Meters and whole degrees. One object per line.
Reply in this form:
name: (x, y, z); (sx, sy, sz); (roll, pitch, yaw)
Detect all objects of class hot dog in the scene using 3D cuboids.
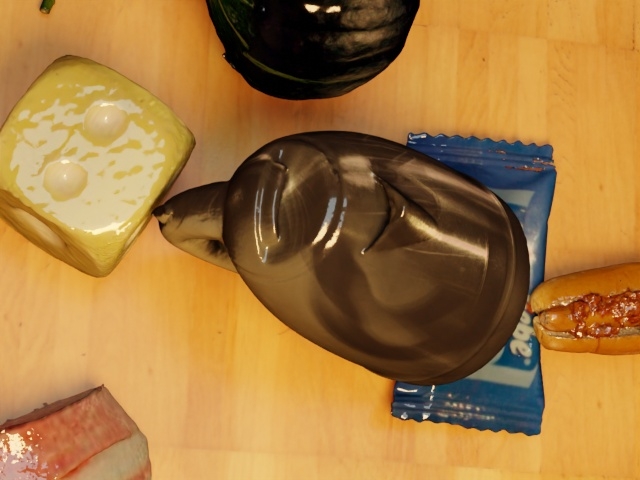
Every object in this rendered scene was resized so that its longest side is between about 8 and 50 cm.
hot dog: (0.342, 0.073, 1.812); (0.249, 0.076, 0.102); (-1, 77, -29)

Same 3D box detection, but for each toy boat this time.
toy boat: (-0.233, 0.298, 1.663); (0.206, 0.096, 0.282); (-21, 95, -43)

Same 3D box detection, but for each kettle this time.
kettle: (0.000, 0.000, 1.646); (0.324, 0.321, 0.228); (26, 71, -52)

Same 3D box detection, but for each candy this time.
candy: (0.168, 0.042, 1.810); (0.187, 0.077, 0.331); (7, 78, -17)

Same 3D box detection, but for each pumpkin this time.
pumpkin: (0.011, -0.293, 1.746); (0.296, 0.296, 0.295); (3, 77, -11)

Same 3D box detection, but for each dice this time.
dice: (-0.241, -0.076, 1.699); (0.169, 0.166, 0.169); (34, 73, -3)

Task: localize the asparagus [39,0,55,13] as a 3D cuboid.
asparagus: (-0.275, -0.320, 1.825); (0.016, 0.016, 0.162); (24, 72, -16)
